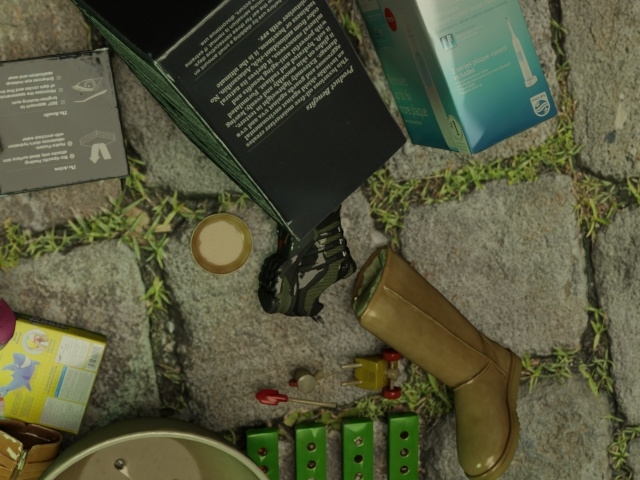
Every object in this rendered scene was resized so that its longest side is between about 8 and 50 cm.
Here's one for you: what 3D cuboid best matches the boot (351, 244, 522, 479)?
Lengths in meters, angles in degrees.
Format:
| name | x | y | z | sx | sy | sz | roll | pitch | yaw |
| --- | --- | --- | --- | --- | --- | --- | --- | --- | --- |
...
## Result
| name | x | y | z | sx | sy | sz | roll | pitch | yaw |
| --- | --- | --- | --- | --- | --- | --- | --- | --- | --- |
| boot | 0.149 | 0.169 | 1.294 | 0.269 | 0.236 | 0.089 | 39 | 129 | -19 |

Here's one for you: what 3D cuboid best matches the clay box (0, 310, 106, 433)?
| name | x | y | z | sx | sy | sz | roll | pitch | yaw |
| --- | --- | --- | --- | --- | --- | --- | --- | --- | --- |
| clay box | -0.398 | 0.155 | 1.213 | 0.222 | 0.053 | 0.127 | 18 | 93 | -15 |

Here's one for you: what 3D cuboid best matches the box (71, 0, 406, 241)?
| name | x | y | z | sx | sy | sz | roll | pitch | yaw |
| --- | --- | --- | --- | --- | --- | --- | --- | --- | --- |
| box | -0.099 | -0.203 | 1.053 | 0.183 | 0.296 | 0.294 | -42 | 136 | -5 |

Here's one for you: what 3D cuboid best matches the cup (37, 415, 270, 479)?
| name | x | y | z | sx | sy | sz | roll | pitch | yaw |
| --- | --- | --- | --- | --- | --- | --- | --- | --- | --- |
| cup | -0.220 | 0.355 | 1.197 | 0.331 | 0.237 | 0.330 | -3 | 100 | -15 |

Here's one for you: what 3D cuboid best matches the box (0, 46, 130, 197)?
| name | x | y | z | sx | sy | sz | roll | pitch | yaw |
| --- | --- | --- | --- | --- | --- | --- | --- | --- | --- |
| box | -0.322 | -0.145 | 1.160 | 0.156 | 0.093 | 0.158 | -10 | 101 | -13 |

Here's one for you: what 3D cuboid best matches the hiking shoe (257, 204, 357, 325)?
| name | x | y | z | sx | sy | sz | roll | pitch | yaw |
| --- | --- | --- | --- | --- | --- | --- | --- | --- | --- |
| hiking shoe | 0.000 | 0.000 | 1.284 | 0.114 | 0.086 | 0.226 | 18 | 100 | -30 |

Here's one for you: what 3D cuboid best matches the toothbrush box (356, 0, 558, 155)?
| name | x | y | z | sx | sy | sz | roll | pitch | yaw |
| --- | --- | --- | --- | --- | --- | --- | --- | --- | --- |
| toothbrush box | 0.150 | -0.270 | 1.197 | 0.126 | 0.216 | 0.295 | -25 | 105 | -10 |

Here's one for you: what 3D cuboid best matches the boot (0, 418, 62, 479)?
| name | x | y | z | sx | sy | sz | roll | pitch | yaw |
| --- | --- | --- | --- | --- | --- | --- | --- | --- | --- |
| boot | -0.429 | 0.288 | 1.197 | 0.197 | 0.073 | 0.152 | 8 | 120 | -29 |

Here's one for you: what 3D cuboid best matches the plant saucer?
| name | x | y | z | sx | sy | sz | roll | pitch | yaw |
| --- | --- | --- | --- | --- | --- | --- | --- | --- | --- |
| plant saucer | -0.132 | 0.004 | 1.275 | 0.084 | 0.015 | 0.083 | -3 | 100 | -15 |

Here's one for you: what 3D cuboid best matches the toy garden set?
| name | x | y | z | sx | sy | sz | roll | pitch | yaw |
| --- | --- | --- | --- | --- | --- | --- | --- | --- | --- |
| toy garden set | 0.014 | 0.256 | 1.341 | 0.244 | 0.049 | 0.203 | -4 | 102 | -13 |

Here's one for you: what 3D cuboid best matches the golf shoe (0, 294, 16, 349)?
| name | x | y | z | sx | sy | sz | roll | pitch | yaw |
| --- | --- | --- | --- | --- | --- | --- | --- | --- | --- |
| golf shoe | -0.498 | 0.094 | 1.122 | 0.306 | 0.115 | 0.140 | 15 | 109 | 12 |
